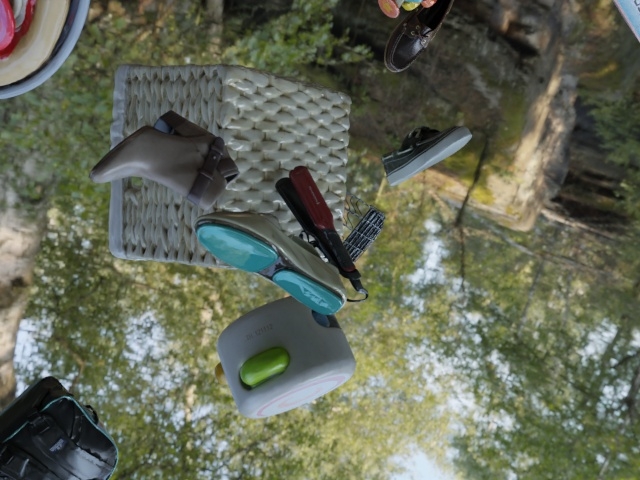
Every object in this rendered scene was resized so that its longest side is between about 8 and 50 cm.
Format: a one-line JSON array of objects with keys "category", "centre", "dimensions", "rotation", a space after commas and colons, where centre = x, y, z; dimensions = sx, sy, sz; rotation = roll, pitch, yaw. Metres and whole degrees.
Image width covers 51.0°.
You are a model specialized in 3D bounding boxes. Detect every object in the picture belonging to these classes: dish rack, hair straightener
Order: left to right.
[{"category": "hair straightener", "centre": [0.000, 0.000, 1.039], "dimensions": [0.047, 0.089, 0.230], "rotation": [-37, -84, -42]}, {"category": "dish rack", "centre": [0.022, -0.048, 1.654], "dimensions": [0.272, 0.208, 0.074], "rotation": [30, -164, -36]}]

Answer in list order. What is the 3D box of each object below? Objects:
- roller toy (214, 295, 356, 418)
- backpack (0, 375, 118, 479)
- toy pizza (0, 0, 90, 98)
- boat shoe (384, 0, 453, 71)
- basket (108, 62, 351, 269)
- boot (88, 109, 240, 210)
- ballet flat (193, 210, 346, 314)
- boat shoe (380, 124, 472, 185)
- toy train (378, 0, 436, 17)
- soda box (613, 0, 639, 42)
[{"category": "roller toy", "centre": [-0.056, 0.173, 1.031], "dimensions": [0.191, 0.209, 0.146], "rotation": [-13, -113, -26]}, {"category": "backpack", "centre": [-0.416, 0.320, 1.040], "dimensions": [0.144, 0.166, 0.188], "rotation": [16, 146, 55]}, {"category": "toy pizza", "centre": [-0.193, -0.157, 0.302], "dimensions": [0.201, 0.201, 0.032], "rotation": [21, -143, 11]}, {"category": "boat shoe", "centre": [0.207, -0.447, 1.403], "dimensions": [0.073, 0.206, 0.073], "rotation": [28, -176, -23]}, {"category": "basket", "centre": [-0.149, -0.122, 1.143], "dimensions": [0.267, 0.328, 0.331], "rotation": [6, -176, 39]}, {"category": "boot", "centre": [-0.125, -0.059, 0.575], "dimensions": [0.087, 0.042, 0.118], "rotation": [45, -126, -6]}, {"category": "ballet flat", "centre": [-0.060, 0.014, 0.881], "dimensions": [0.248, 0.086, 0.086], "rotation": [37, -176, -33]}, {"category": "boat shoe", "centre": [0.174, -0.161, 1.175], "dimensions": [0.078, 0.070, 0.219], "rotation": [-24, 178, -32]}, {"category": "toy train", "centre": [0.044, -0.288, 0.691], "dimensions": [0.166, 0.046, 0.125], "rotation": [35, 179, 11]}, {"category": "soda box", "centre": [0.287, -0.259, 0.623], "dimensions": [0.183, 0.058, 0.062], "rotation": [26, -138, -45]}]
